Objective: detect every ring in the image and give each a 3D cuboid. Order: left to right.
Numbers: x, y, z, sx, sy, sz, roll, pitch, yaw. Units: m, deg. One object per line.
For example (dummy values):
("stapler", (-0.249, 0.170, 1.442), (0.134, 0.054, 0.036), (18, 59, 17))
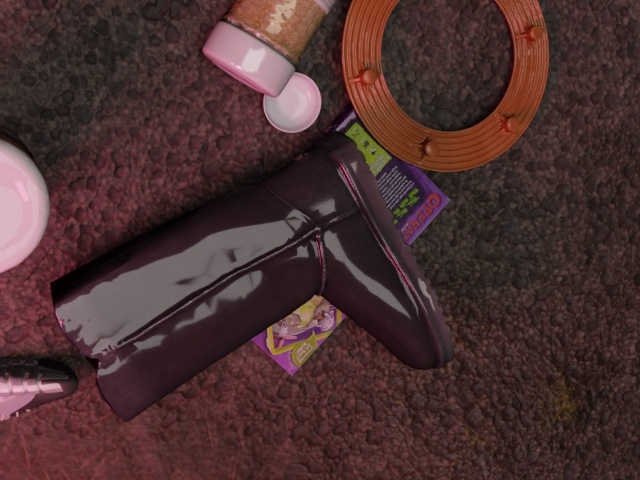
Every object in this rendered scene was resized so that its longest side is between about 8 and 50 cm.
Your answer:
("ring", (0.188, -0.264, 1.648), (0.337, 0.032, 0.336), (-3, 97, -22))

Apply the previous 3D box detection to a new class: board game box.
("board game box", (0.000, 0.000, 1.660), (0.208, 0.056, 0.347), (44, 86, -17))

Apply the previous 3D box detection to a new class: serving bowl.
("serving bowl", (-0.042, -0.192, 1.613), (0.083, 0.027, 0.083), (-4, 102, -17))

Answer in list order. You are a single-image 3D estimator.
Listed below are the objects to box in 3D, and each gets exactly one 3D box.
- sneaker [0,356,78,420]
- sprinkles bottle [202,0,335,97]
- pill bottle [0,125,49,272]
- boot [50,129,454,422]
("sneaker", (-0.439, 0.232, 1.553), (0.229, 0.086, 0.132), (0, 107, -8))
("sprinkles bottle", (-0.016, -0.367, 1.535), (0.121, 0.121, 0.355), (32, 90, -21))
("pill bottle", (-0.414, -0.061, 1.385), (0.162, 0.278, 0.162), (-4, 102, -18))
("boot", (-0.085, 0.113, 1.551), (0.445, 0.146, 0.367), (-31, 99, -13))
